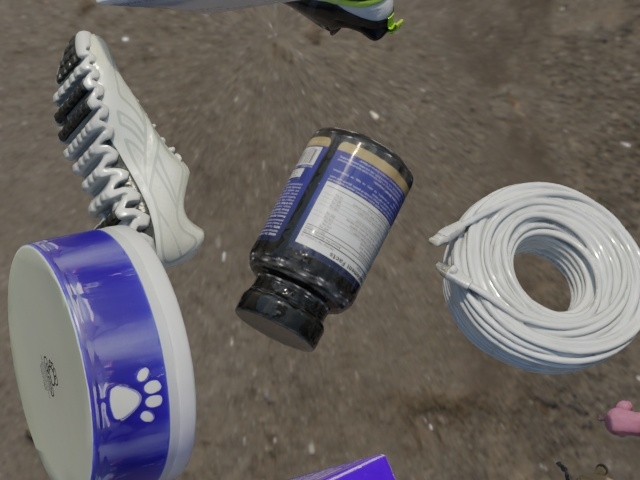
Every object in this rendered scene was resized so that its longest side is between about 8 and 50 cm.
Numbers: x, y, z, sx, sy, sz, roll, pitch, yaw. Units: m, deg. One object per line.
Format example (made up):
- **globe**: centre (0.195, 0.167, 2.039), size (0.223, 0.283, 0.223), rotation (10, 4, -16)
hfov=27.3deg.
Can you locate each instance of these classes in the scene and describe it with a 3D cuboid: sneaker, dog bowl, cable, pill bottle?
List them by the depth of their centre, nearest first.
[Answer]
- **dog bowl**: centre (-0.223, 0.122, 1.312), size (0.104, 0.265, 0.265), rotation (-11, 100, -27)
- **pill bottle**: centre (0.000, 0.000, 1.388), size (0.123, 0.123, 0.219), rotation (29, 75, -6)
- **sneaker**: centre (-0.010, -0.272, 1.484), size (0.084, 0.234, 0.097), rotation (-43, 134, -28)
- **sneaker**: centre (-0.220, -0.098, 1.499), size (0.118, 0.110, 0.292), rotation (-14, 84, -34)
- **cable**: centre (0.279, 0.048, 1.641), size (0.257, 0.089, 0.257), rotation (-36, 75, -31)

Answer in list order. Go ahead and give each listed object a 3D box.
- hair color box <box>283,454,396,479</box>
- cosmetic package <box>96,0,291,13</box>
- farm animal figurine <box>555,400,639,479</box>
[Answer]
- **hair color box**: centre (-0.026, 0.302, 1.114), size (0.110, 0.339, 0.185), rotation (-20, 83, -28)
- **cosmetic package**: centre (-0.016, -0.174, 0.767), size (0.239, 0.099, 0.060), rotation (0, 92, 38)
- **farm animal figurine**: centre (0.518, 0.325, 1.808), size (0.327, 0.172, 0.330), rotation (44, 117, 21)
